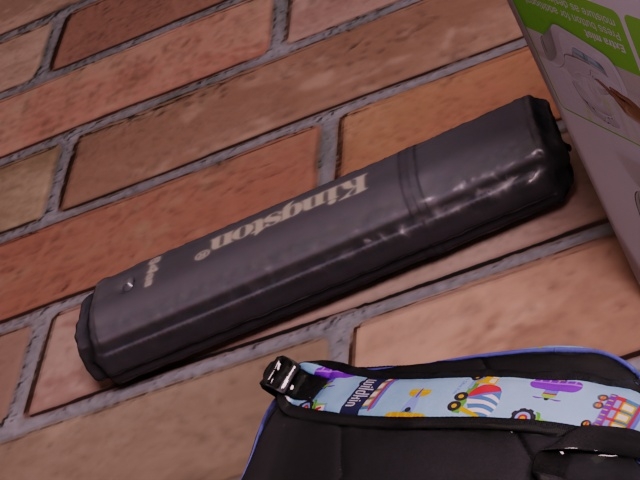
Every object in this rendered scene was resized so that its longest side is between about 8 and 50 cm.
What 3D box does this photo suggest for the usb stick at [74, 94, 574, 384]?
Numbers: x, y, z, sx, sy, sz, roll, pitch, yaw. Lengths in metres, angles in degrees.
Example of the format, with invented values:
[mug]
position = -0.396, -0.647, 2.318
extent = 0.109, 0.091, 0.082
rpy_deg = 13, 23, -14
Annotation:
[usb stick]
position = 0.000, 0.000, 0.904
extent = 0.278, 0.045, 0.077
rpy_deg = -23, 34, 13

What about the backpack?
[backpack]
position = 0.051, 0.117, 0.633
extent = 0.173, 0.117, 0.158
rpy_deg = -11, 37, 30

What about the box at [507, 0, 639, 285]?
[box]
position = 0.201, -0.047, 0.629
extent = 0.126, 0.231, 0.262
rpy_deg = -39, 32, -12
